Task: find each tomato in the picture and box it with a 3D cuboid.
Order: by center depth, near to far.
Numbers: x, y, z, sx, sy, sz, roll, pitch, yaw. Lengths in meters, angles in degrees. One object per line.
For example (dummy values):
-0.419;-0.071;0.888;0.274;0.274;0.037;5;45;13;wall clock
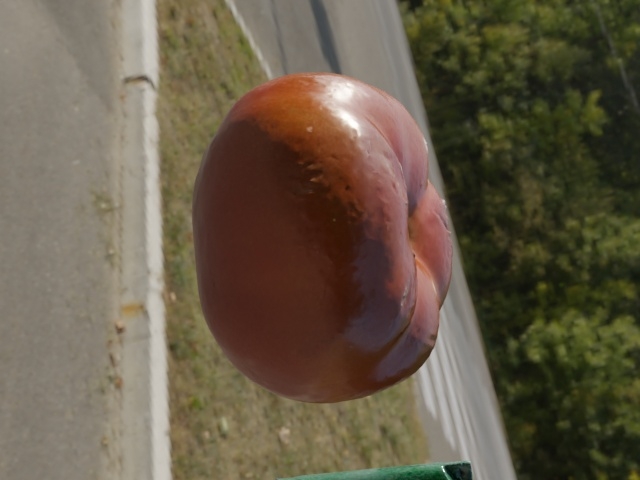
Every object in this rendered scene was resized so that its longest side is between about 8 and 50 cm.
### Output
0.002;0.000;0.812;0.259;0.179;0.260;-6;90;-67;tomato

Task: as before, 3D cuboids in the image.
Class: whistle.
0.051;0.233;0.984;0.039;0.186;0.039;-8;90;-81;whistle
